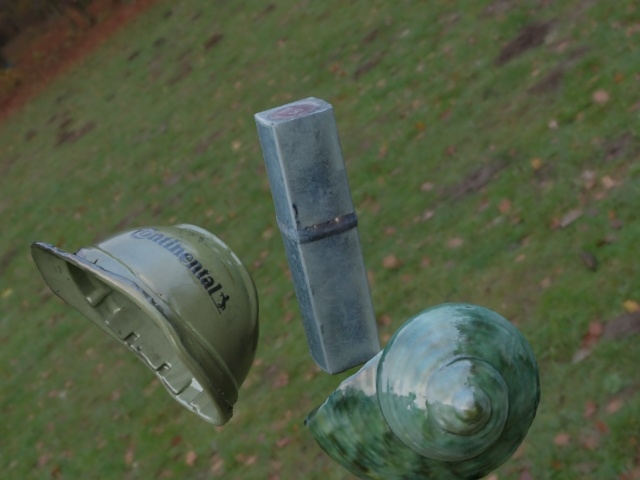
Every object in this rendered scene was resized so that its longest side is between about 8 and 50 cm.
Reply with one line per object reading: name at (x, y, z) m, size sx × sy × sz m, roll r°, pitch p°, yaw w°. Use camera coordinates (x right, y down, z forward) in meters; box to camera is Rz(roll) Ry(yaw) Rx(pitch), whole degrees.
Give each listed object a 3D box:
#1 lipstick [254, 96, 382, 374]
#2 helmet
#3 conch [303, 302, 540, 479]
lipstick at (0.000, 0.000, 1.240) m, size 0.076 × 0.290 × 0.077 m, roll -18°, pitch 22°, yaw -17°
helmet at (-0.147, 0.049, 1.174) m, size 0.137 × 0.257 × 0.204 m, roll -47°, pitch -4°, yaw -21°
conch at (0.085, 0.128, 0.924) m, size 0.188 × 0.175 × 0.122 m, roll 109°, pitch 159°, yaw -54°
